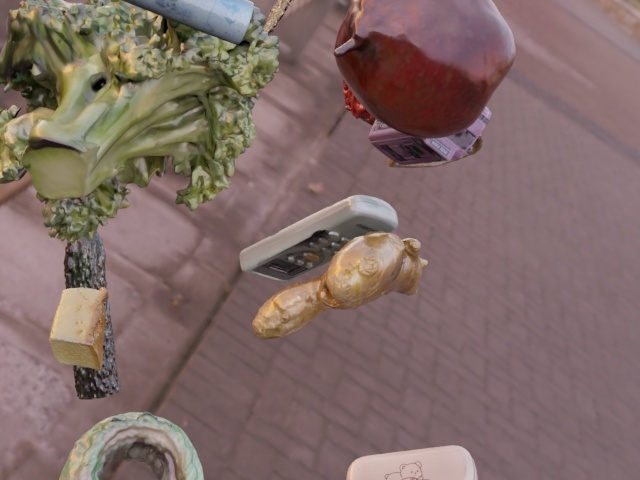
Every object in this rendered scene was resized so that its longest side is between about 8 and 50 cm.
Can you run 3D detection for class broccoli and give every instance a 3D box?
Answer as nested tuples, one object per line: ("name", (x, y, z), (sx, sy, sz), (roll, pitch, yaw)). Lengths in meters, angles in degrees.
("broccoli", (-0.234, -0.155, 1.359), (0.338, 0.277, 0.317), (21, 50, 43))

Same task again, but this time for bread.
("bread", (-0.373, 0.132, 1.805), (0.084, 0.080, 0.109), (5, 57, 3))

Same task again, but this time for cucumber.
("cucumber", (-0.469, 0.142, 2.354), (0.096, 0.359, 0.096), (-5, 12, 1))

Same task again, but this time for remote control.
("remote control", (0.000, 0.000, 2.122), (0.140, 0.296, 0.056), (18, 54, -51))

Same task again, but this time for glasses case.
("glasses case", (0.138, 0.362, 1.762), (0.050, 0.196, 0.083), (64, 19, -52))

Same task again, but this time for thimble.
("thimble", (-0.284, 0.375, 1.761), (0.219, 0.150, 0.219), (10, 60, -18))

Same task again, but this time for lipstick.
("lipstick", (-0.148, -0.245, 1.165), (0.158, 0.048, 0.048), (19, 23, -15))

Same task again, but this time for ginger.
("ginger", (0.086, 0.050, 2.023), (0.348, 0.363, 0.122), (-25, 76, -33))

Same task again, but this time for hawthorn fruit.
("hawthorn fruit", (0.107, -0.226, 1.392), (0.248, 0.208, 0.208), (-2, 41, -51))

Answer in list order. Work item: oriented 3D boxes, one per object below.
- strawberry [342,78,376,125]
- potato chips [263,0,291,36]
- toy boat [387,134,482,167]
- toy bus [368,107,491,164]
("strawberry", (0.137, -0.333, 2.149), (0.205, 0.244, 0.205), (5, 24, -2))
("potato chips", (-0.065, -0.301, 1.600), (0.026, 0.209, 0.142), (34, 62, -7))
("toy boat", (0.205, -0.181, 2.043), (0.188, 0.116, 0.061), (-3, 62, -40))
("toy bus", (0.154, -0.169, 1.692), (0.096, 0.108, 0.199), (36, -12, -19))
